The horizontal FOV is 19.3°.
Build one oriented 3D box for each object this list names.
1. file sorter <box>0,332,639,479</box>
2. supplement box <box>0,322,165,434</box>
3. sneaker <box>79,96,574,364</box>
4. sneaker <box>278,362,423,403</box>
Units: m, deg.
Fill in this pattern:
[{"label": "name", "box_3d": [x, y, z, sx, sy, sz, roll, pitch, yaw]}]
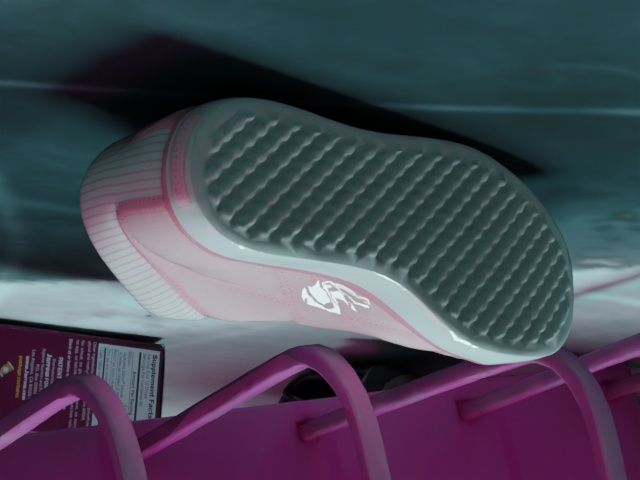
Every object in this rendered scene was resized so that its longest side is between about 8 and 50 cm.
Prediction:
[{"label": "file sorter", "box_3d": [0.046, 0.131, 0.573, 0.290, 0.202, 0.182, -4, 165, -30]}, {"label": "supplement box", "box_3d": [-0.108, 0.060, 0.735, 0.083, 0.043, 0.055, 9, 164, -19]}, {"label": "sneaker", "box_3d": [0.000, 0.000, 0.477, 0.134, 0.051, 0.070, 19, 160, -38]}, {"label": "sneaker", "box_3d": [0.010, 0.073, 0.779, 0.065, 0.061, 0.158, 36, 155, -13]}]
